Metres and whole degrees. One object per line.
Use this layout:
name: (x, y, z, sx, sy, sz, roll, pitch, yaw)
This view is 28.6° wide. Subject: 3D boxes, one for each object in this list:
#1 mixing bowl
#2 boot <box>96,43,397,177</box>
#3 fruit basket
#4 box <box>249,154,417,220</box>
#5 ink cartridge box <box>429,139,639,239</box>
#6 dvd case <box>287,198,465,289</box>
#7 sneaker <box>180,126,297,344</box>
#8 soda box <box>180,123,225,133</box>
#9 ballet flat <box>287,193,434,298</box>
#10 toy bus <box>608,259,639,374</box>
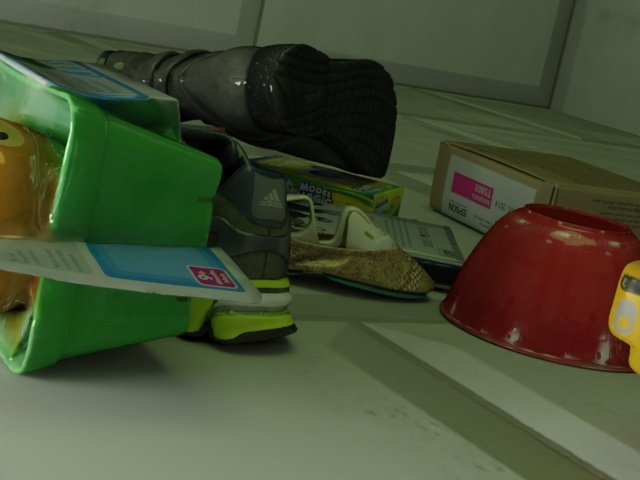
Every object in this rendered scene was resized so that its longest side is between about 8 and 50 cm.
mixing bowl: (0.194, 0.028, 1.005, 0.182, 0.098, 0.181, 11, 11, -2)
boot: (-0.067, -0.144, 1.292, 0.223, 0.118, 0.338, 5, -7, 25)
fruit basket: (-0.247, -0.048, 0.705, 0.353, 0.165, 0.327, 15, 8, -32)
box: (0.010, -0.049, 1.324, 0.179, 0.043, 0.105, 17, 13, 18)
ink cartridge box: (0.266, -0.042, 1.429, 0.193, 0.088, 0.235, 4, 15, -27)
dvd case: (0.009, -0.008, 1.155, 0.239, 0.029, 0.179, 12, 11, 0)
sneaker: (-0.105, -0.027, 0.906, 0.111, 0.121, 0.300, 2, 15, -39)
soda box: (-0.179, -0.081, 1.168, 0.183, 0.063, 0.058, 7, 8, 27)
ballet flat: (0.000, 0.000, 1.015, 0.206, 0.067, 0.073, 9, 11, -15)
toy bus: (0.315, 0.077, 0.809, 0.333, 0.130, 0.108, 1, 17, -43)
